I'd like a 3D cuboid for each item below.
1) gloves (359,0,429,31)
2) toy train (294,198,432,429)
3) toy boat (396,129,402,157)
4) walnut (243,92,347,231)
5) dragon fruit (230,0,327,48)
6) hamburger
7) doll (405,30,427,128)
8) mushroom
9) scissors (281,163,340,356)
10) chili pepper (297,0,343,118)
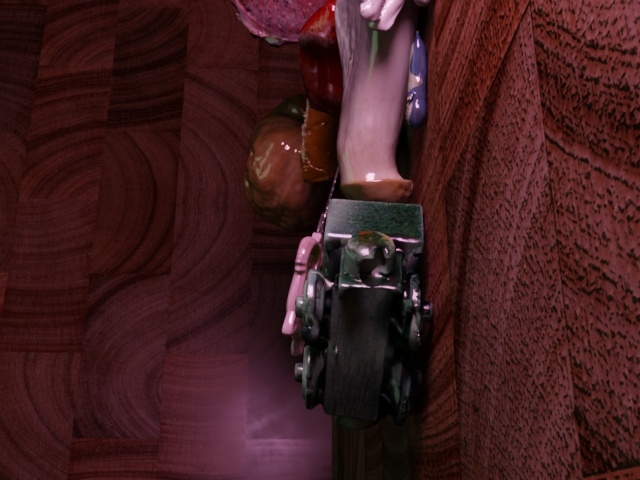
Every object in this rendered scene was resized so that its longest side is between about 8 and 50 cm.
[{"bbox_3d":[0.094,-0.367,0.948,0.097,0.119,0.229,-2,-70,-65],"label":"gloves"},{"bbox_3d":[0.054,0.094,1.029,0.238,0.167,0.299,-82,-3,-54],"label":"toy train"},{"bbox_3d":[0.088,-0.146,1.228,0.185,0.089,0.071,-4,-102,-82],"label":"toy boat"},{"bbox_3d":[-0.037,-0.168,1.848,0.344,0.306,0.306,97,174,-58],"label":"walnut"},{"bbox_3d":[-0.007,-0.511,1.351,0.263,0.314,0.296,-43,-63,-33],"label":"dragon fruit"},{"bbox_3d":[0.041,-0.249,1.569,0.144,0.157,0.283,-33,-49,-69],"label":"hamburger"},{"bbox_3d":[0.122,-0.204,1.008,0.037,0.027,0.125,36,-125,-85],"label":"doll"},{"bbox_3d":[0.071,-0.201,1.070,0.159,0.122,0.328,15,-105,-74],"label":"mushroom"},{"bbox_3d":[0.000,0.000,1.105,0.160,0.024,0.317,75,-153,-63],"label":"scissors"},{"bbox_3d":[0.027,-0.298,1.263,0.144,0.136,0.252,63,178,32],"label":"chili pepper"}]
